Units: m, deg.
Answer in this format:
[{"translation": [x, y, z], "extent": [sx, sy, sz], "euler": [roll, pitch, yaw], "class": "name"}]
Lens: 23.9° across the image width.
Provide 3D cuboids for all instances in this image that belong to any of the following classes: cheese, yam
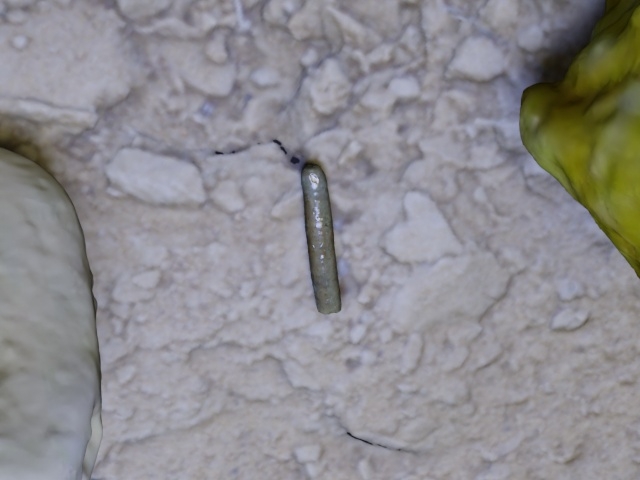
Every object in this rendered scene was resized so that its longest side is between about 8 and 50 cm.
[{"translation": [-0.224, 0.060, 0.944], "extent": [0.173, 0.251, 0.248], "euler": [-8, 99, -10], "class": "cheese"}, {"translation": [0.000, 0.000, 1.070], "extent": [0.021, 0.021, 0.116], "euler": [-11, 117, -8], "class": "yam"}]

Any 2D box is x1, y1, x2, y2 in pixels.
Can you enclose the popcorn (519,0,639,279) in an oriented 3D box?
[{"translation": [0.327, -0.071, 0.969], "extent": [0.334, 0.292, 0.294], "euler": [-31, 112, -4], "class": "popcorn"}]
